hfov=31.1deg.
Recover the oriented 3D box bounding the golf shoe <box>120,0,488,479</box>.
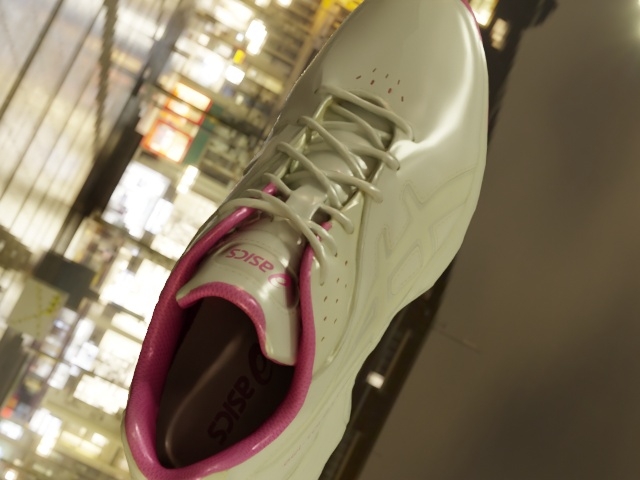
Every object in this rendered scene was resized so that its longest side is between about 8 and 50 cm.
[{"bbox_3d":[0.000,0.000,0.547,0.140,0.115,0.306,62,52,-75],"label":"golf shoe"}]
